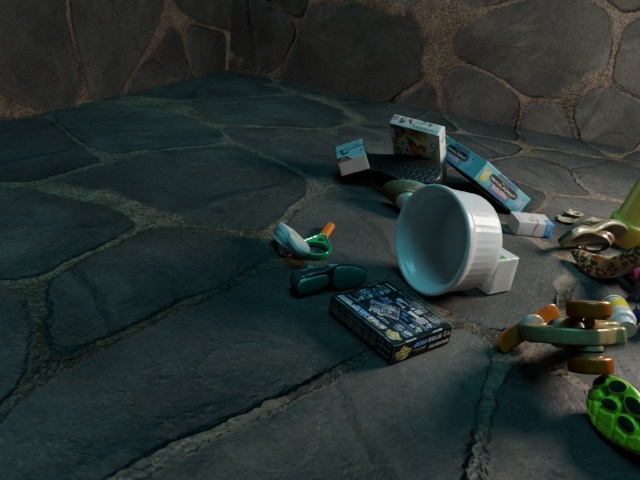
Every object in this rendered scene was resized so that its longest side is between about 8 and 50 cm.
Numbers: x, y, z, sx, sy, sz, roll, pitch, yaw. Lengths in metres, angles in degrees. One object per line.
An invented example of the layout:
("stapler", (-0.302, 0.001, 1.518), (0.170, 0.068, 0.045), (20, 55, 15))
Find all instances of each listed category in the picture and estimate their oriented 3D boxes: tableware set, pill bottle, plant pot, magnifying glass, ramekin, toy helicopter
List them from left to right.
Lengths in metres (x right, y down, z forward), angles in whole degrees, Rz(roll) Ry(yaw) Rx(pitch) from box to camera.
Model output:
("magnifying glass", (0.000, 0.000, 1.679), (0.092, 0.026, 0.231), (13, 27, 11))
("ramekin", (0.323, 0.001, 1.490), (0.135, 0.277, 0.277), (3, 24, -30))
("toy helicopter", (0.549, 0.201, 1.295), (0.235, 0.140, 0.355), (-5, -7, 42))
("tableware set", (0.936, -0.076, 2.116), (0.169, 0.020, 0.141), (17, 24, 34))
("pill bottle", (0.729, 0.187, 1.446), (0.065, 0.065, 0.116), (11, 26, 6))
("plant pot", (1.115, -0.093, 1.964), (0.254, 0.238, 0.254), (7, 25, -4))

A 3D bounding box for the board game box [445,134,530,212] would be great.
("board game box", (0.585, -0.250, 2.186), (0.254, 0.079, 0.336), (32, 13, -29))

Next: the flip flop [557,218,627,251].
("flip flop", (0.869, -0.003, 1.873), (0.277, 0.112, 0.080), (-5, 54, -32))

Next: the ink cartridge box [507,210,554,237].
("ink cartridge box", (0.697, -0.053, 1.969), (0.123, 0.052, 0.088), (4, 25, -5))

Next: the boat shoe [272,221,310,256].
("boat shoe", (-0.087, 0.009, 1.584), (0.066, 0.063, 0.184), (28, 10, -36))

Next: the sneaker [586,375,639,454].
("sneaker", (0.604, 0.348, 1.049), (0.124, 0.109, 0.295), (27, 6, -36))

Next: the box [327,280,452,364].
("box", (0.152, 0.174, 1.313), (0.175, 0.051, 0.220), (-11, 31, -36))

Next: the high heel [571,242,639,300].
("high heel", (0.838, 0.029, 1.673), (0.093, 0.186, 0.261), (-6, 29, -29))

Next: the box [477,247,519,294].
("box", (0.448, 0.073, 1.561), (0.087, 0.101, 0.101), (-5, 27, -31))

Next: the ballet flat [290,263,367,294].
("ballet flat", (0.016, 0.085, 1.445), (0.203, 0.074, 0.074), (-8, 29, -27))

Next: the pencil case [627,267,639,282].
("pencil case", (0.946, 0.103, 1.666), (0.098, 0.095, 0.209), (-28, 29, 5))

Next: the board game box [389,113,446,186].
("board game box", (0.363, -0.318, 2.175), (0.193, 0.305, 0.053), (20, 63, 25))

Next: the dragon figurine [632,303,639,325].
("dragon figurine", (0.890, 0.126, 1.468), (0.144, 0.289, 0.085), (38, 3, -42))

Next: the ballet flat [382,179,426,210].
("ballet flat", (0.357, -0.109, 1.950), (0.343, 0.116, 0.124), (18, 46, 12))

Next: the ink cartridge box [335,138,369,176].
("ink cartridge box", (0.116, -0.309, 2.194), (0.109, 0.063, 0.150), (-17, 31, 8))

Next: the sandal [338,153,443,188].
("sandal", (0.264, -0.240, 2.168), (0.446, 0.106, 0.168), (16, 45, 44))
